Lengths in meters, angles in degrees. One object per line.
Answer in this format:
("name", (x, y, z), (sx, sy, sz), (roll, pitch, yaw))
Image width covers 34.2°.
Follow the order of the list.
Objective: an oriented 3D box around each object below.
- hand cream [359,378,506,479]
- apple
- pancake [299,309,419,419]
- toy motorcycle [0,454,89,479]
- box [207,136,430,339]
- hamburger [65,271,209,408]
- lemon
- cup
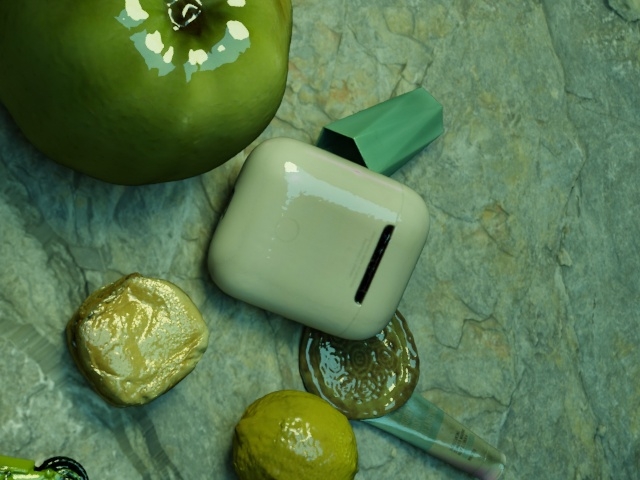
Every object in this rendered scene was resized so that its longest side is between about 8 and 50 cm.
("hand cream", (0.212, 0.352, 1.941), (0.312, 0.070, 0.111), (32, 67, -20))
("apple", (-0.258, -0.301, 1.526), (0.474, 0.474, 0.473), (5, 81, -32))
("pancake", (0.070, 0.207, 1.882), (0.250, 0.031, 0.250), (6, 78, -26))
("toy motorcycle", (-0.486, 0.379, 1.451), (0.342, 0.142, 0.206), (19, 75, -27))
("box", (0.000, 0.000, 1.761), (0.349, 0.141, 0.288), (22, 93, -20))
("hamburger", (-0.283, 0.155, 1.627), (0.214, 0.108, 0.213), (6, 79, -32))
("lemon", (-0.040, 0.344, 1.707), (0.231, 0.192, 0.192), (24, 71, -20))
("cup", (0.118, -0.186, 1.919), (0.236, 0.148, 0.134), (-32, 74, -35))
